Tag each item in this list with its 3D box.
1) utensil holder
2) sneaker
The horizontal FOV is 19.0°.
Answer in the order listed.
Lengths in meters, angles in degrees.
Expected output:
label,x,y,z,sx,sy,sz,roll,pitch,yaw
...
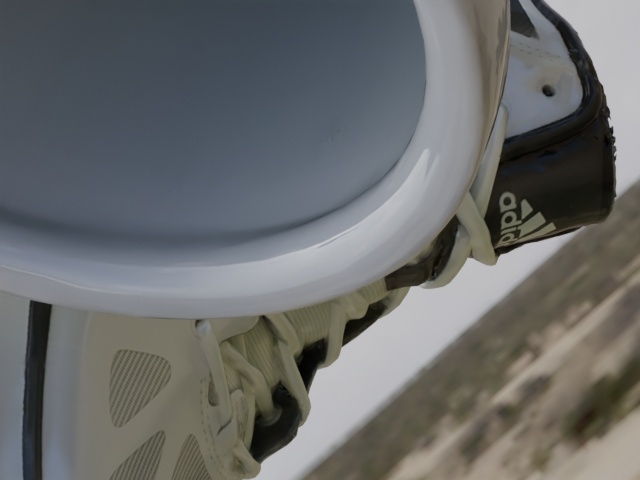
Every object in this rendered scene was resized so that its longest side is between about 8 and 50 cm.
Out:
label,x,y,z,sx,sy,sz,roll,pitch,yaw
utensil holder,-0.057,-0.222,0.631,0.327,0.327,0.385,127,165,-59
sneaker,0.000,-0.001,0.824,0.169,0.257,0.448,87,-172,-50
